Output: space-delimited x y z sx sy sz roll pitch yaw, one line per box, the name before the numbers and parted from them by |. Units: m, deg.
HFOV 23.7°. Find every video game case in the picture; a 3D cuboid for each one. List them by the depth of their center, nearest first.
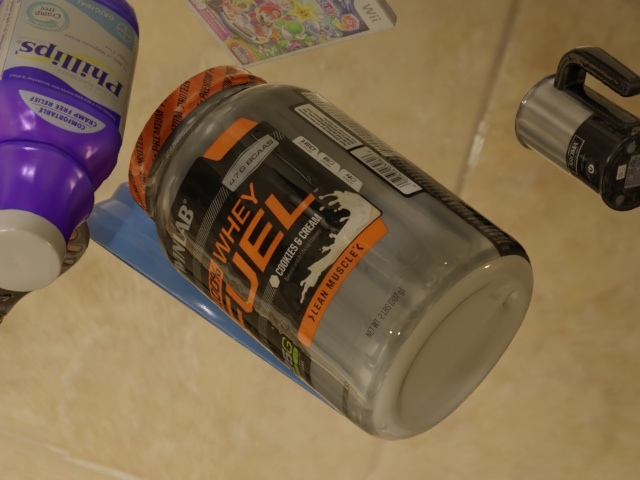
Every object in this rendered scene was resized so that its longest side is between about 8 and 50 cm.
video game case | -0.024 -0.153 0.967 0.122 0.087 0.011 -11 47 32

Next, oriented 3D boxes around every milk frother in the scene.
milk frother | 0.285 -0.110 1.437 0.143 0.135 0.129 6 115 -37

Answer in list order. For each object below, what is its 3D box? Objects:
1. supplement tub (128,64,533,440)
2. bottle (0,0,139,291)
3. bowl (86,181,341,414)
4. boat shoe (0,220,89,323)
supplement tub | 0.000 0.000 1.244 0.316 0.193 0.193 38 78 28
bottle | -0.209 -0.088 1.159 0.118 0.092 0.282 22 44 -19
bowl | -0.083 0.068 1.643 0.391 0.391 0.077 35 84 3
boat shoe | -0.375 0.025 1.527 0.355 0.132 0.130 -32 65 24
